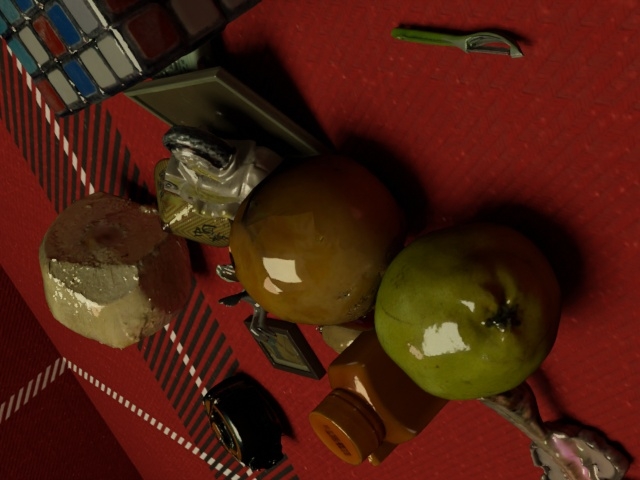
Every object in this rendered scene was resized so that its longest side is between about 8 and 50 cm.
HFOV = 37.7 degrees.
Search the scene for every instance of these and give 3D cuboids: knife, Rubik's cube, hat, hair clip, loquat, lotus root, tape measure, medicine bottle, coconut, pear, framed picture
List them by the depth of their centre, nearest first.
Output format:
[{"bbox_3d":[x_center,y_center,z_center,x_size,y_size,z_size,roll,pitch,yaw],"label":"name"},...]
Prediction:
[{"bbox_3d":[0.139,-0.207,0.964,0.184,0.026,0.022,21,172,47],"label":"knife"},{"bbox_3d":[-0.219,-0.342,1.031,0.293,0.292,0.286,-5,122,57],"label":"Rubik's cube"},{"bbox_3d":[0.169,0.083,1.095,0.212,0.212,0.269,50,169,-3],"label":"pear"},{"bbox_3d":[0.000,0.000,1.215,0.235,0.235,0.235,36,151,24],"label":"loquat"},{"bbox_3d":[0.321,0.279,1.280,0.300,0.069,0.173,46,157,-18],"label":"hair clip"},{"bbox_3d":[-0.138,-0.169,1.342,0.211,0.020,0.290,35,163,-31],"label":"framed picture"},{"bbox_3d":[0.093,0.213,1.367,0.149,0.222,0.112,53,154,-9],"label":"medicine bottle"},{"bbox_3d":[0.047,0.157,1.545,0.073,0.062,0.150,36,163,-29],"label":"lotus root"},{"bbox_3d":[-0.243,-0.043,1.614,0.193,0.082,0.193,30,145,24],"label":"hat"},{"bbox_3d":[-0.072,0.209,1.840,0.168,0.023,0.127,3,129,56],"label":"framed picture"},{"bbox_3d":[-0.405,0.068,1.871,0.297,0.297,0.254,31,146,32],"label":"coconut"},{"bbox_3d":[-0.182,0.421,2.166,0.202,0.135,0.222,23,139,56],"label":"tape measure"}]

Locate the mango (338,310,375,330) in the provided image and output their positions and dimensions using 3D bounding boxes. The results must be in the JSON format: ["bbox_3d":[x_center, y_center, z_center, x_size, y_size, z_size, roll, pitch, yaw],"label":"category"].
[{"bbox_3d":[-0.003,0.049,1.378,0.268,0.133,0.111,21,164,13],"label":"mango"}]

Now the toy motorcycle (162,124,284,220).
[{"bbox_3d":[-0.124,-0.084,1.383,0.223,0.107,0.340,18,168,-5],"label":"toy motorcycle"}]

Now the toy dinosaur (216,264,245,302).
[{"bbox_3d":[-0.114,0.061,1.667,0.167,0.053,0.242,30,140,20],"label":"toy dinosaur"}]

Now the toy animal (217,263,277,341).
[{"bbox_3d":[-0.068,0.090,1.524,0.197,0.160,0.273,41,150,-17],"label":"toy animal"}]

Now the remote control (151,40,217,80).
[{"bbox_3d":[-0.274,-0.315,1.398,0.335,0.065,0.128,31,150,32],"label":"remote control"}]
